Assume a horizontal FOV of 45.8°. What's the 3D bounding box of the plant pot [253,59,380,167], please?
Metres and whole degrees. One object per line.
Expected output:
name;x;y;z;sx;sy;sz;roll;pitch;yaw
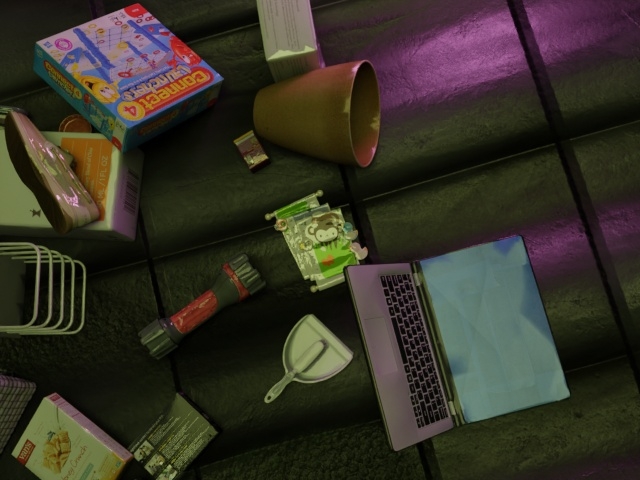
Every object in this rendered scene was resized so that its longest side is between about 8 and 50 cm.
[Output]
plant pot;-0.015;-0.290;1.727;0.254;0.237;0.237;5;81;20

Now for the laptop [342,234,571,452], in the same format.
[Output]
laptop;0.295;0.200;1.600;0.236;0.408;0.382;-23;76;36

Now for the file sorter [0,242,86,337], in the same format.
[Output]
file sorter;-0.652;0.113;1.675;0.173;0.278;0.193;-1;80;3

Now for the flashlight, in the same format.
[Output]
flashlight;-0.270;0.148;1.716;0.304;0.103;0.103;-35;113;-6

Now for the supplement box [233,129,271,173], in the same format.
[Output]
supplement box;-0.162;-0.211;1.802;0.055;0.043;0.083;-30;78;-1

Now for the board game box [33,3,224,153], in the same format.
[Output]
board game box;-0.439;-0.384;1.753;0.302;0.086;0.308;42;50;10

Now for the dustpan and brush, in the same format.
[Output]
dustpan and brush;-0.047;0.284;1.698;0.147;0.060;0.211;43;86;10

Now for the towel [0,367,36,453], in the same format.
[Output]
towel;-0.790;0.405;1.660;0.121;0.235;0.284;25;83;15

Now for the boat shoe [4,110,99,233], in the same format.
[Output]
boat shoe;-0.587;-0.155;1.648;0.098;0.109;0.302;-25;75;-40

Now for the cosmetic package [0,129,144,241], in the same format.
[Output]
cosmetic package;-0.664;-0.129;1.776;0.453;0.161;0.230;2;80;6

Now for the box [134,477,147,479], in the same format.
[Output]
box;-0.348;0.654;1.667;0.220;0.051;0.175;25;83;9

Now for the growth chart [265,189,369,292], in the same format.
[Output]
growth chart;0.000;0.000;1.764;0.172;0.021;0.237;-30;80;-1

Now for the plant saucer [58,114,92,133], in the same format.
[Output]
plant saucer;-0.603;-0.269;1.868;0.083;0.013;0.084;-1;80;6

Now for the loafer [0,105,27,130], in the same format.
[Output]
loafer;-0.858;-0.291;1.858;0.267;0.096;0.084;3;87;4

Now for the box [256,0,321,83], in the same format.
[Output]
box;-0.070;-0.476;1.769;0.119;0.181;0.182;-10;79;3

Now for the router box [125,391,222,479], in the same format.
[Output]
router box;-0.329;0.451;1.703;0.133;0.046;0.179;42;86;11

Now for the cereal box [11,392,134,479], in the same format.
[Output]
cereal box;-0.558;0.481;1.697;0.240;0.047;0.173;34;102;9
